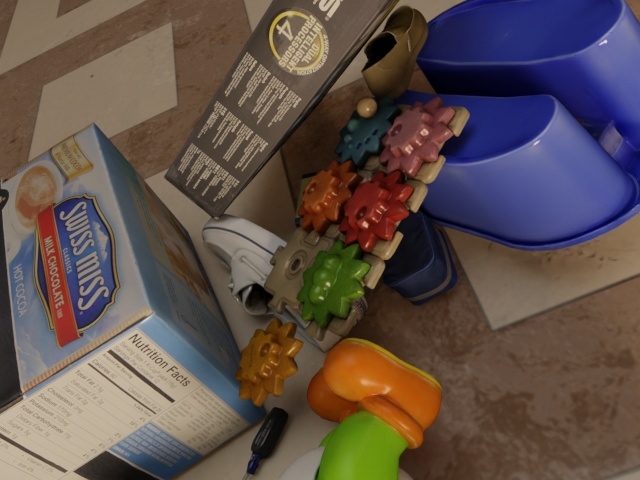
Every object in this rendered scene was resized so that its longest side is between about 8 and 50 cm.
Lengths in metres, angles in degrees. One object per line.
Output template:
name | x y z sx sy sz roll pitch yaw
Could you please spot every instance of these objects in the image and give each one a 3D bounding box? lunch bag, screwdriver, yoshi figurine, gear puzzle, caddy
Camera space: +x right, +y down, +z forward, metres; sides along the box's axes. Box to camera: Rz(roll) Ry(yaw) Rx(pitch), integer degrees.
lunch bag | 0.105 0.018 0.685 0.067 0.065 0.098 -29 45 24
screwdriver | -0.076 0.247 0.622 0.025 0.024 0.169 22 69 7
yoshi figurine | -0.045 0.257 0.490 0.203 0.203 0.362 -4 52 44
gear puzzle | 0.000 0.000 0.609 0.175 0.044 0.338 23 82 56
caddy | 0.207 -0.123 0.666 0.241 0.179 0.341 -54 33 -7

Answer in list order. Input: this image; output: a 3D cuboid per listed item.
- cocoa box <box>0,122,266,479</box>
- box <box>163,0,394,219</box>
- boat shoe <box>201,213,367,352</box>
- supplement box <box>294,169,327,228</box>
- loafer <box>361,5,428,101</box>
cocoa box | -0.253 0.080 0.698 0.228 0.231 0.347 -33 46 -1
box | 0.001 -0.239 0.726 0.395 0.097 0.318 -44 8 42
boat shoe | -0.067 0.045 0.729 0.258 0.095 0.084 24 62 40
supplement box | 0.019 -0.042 0.783 0.083 0.056 0.083 -9 50 21
loafer | 0.082 -0.219 0.699 0.056 0.050 0.148 -20 44 39
